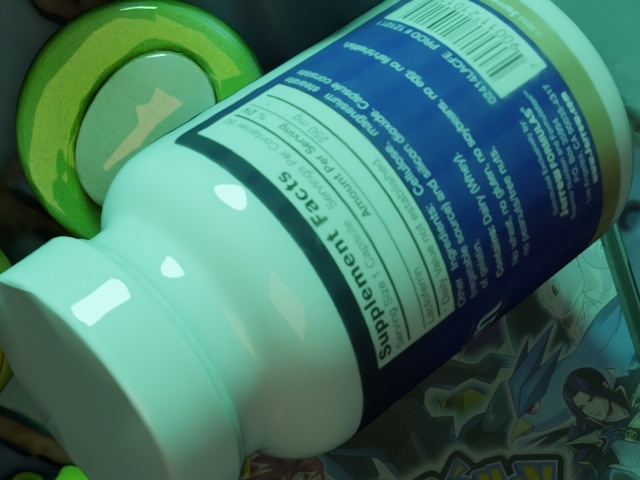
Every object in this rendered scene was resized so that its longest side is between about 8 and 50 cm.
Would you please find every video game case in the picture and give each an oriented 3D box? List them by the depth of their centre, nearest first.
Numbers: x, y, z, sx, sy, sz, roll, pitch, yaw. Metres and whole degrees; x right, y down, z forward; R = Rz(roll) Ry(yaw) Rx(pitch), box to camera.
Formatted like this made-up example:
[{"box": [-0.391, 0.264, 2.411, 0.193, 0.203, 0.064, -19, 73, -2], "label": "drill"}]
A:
[{"box": [0.043, 0.098, 0.694, 0.275, 0.035, 0.248, -13, 76, -3], "label": "video game case"}]

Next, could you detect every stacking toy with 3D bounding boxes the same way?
[{"box": [-0.174, -0.066, 0.602, 0.280, 0.130, 0.309, -26, 102, 0], "label": "stacking toy"}]

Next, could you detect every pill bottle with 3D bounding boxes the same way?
[{"box": [0.000, 0.000, 0.588, 0.265, 0.153, 0.153, -35, 113, -27], "label": "pill bottle"}]

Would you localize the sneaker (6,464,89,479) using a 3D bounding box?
[{"box": [-0.062, 0.243, 0.753, 0.300, 0.121, 0.111, 29, 104, -16], "label": "sneaker"}]
